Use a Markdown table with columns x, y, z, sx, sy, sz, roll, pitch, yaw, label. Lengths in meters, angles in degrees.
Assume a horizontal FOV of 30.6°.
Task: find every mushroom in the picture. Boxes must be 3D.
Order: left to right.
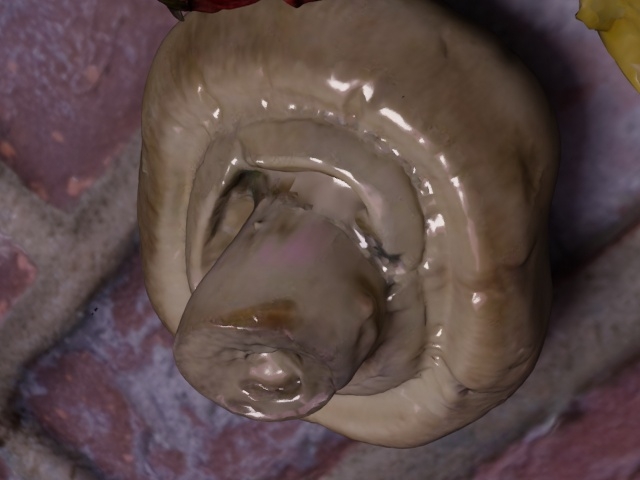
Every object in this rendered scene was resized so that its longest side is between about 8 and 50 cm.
| x | y | z | sx | sy | sz | roll | pitch | yaw | label |
| --- | --- | --- | --- | --- | --- | --- | --- | --- | --- |
| 0.000 | 0.000 | 0.587 | 0.260 | 0.234 | 0.254 | 51 | 130 | -5 | mushroom |

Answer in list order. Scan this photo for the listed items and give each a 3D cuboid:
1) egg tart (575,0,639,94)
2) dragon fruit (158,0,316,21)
| x | y | z | sx | sy | sz | roll | pitch | yaw | label |
| --- | --- | --- | --- | --- | --- | --- | --- | --- | --- |
| 0.192 | -0.082 | 0.404 | 0.132 | 0.345 | 0.345 | -44 | 92 | 1 | egg tart |
| -0.025 | -0.228 | 0.477 | 0.244 | 0.298 | 0.244 | -4 | 149 | -2 | dragon fruit |
